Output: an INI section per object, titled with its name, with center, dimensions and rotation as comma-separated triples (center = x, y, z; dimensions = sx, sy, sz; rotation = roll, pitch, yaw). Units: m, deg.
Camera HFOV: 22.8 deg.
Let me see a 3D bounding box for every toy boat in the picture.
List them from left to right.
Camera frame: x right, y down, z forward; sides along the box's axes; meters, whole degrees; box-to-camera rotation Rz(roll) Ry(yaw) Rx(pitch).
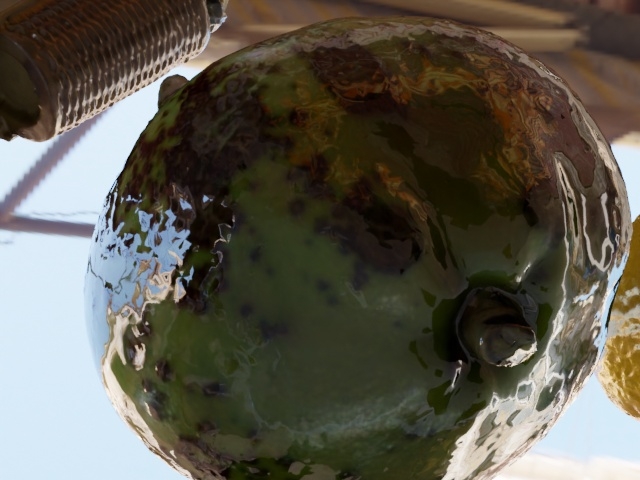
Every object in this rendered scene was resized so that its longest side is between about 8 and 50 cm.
[toy boat]
center = -0.149, -0.133, 1.006
dimensions = 0.310, 0.115, 0.089
rotation = -32, -46, -36

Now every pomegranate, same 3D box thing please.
[pomegranate]
center = 0.003, -0.016, 0.674
dimensions = 0.222, 0.276, 0.204
rotation = -1, -42, -27

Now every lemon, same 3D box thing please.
[lemon]
center = 0.248, 0.043, 1.038
dimensions = 0.142, 0.142, 0.187
rotation = 22, -106, -36
